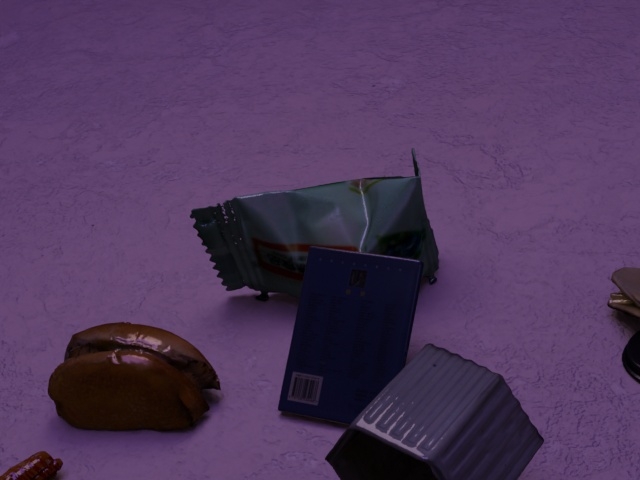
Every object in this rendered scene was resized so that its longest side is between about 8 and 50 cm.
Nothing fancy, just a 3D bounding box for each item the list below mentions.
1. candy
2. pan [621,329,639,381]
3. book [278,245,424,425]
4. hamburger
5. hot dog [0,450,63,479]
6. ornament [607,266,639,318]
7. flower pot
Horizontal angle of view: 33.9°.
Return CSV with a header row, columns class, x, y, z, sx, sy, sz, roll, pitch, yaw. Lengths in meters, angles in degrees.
class,x,y,z,sx,sy,sz,roll,pitch,yaw
candy,-0.001,-0.005,1.786,0.398,0.262,0.172,-6,43,5
pan,0.583,0.170,1.606,0.235,0.028,0.136,-5,35,8
book,0.047,0.150,1.635,0.191,0.025,0.269,7,80,22
hamburger,-0.304,0.205,1.676,0.283,0.156,0.144,-2,37,14
hot dog,-0.451,0.370,1.576,0.144,0.062,0.038,-36,21,-32
ornament,0.544,0.104,1.638,0.201,0.059,0.180,15,19,30
flower pot,0.154,0.284,1.412,0.190,0.239,0.209,-41,15,-36
